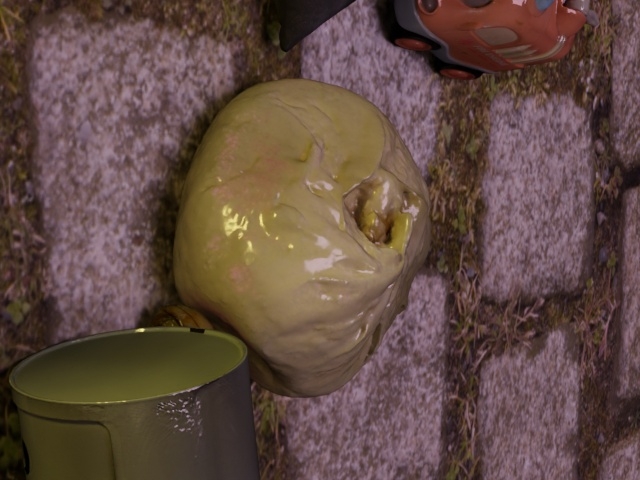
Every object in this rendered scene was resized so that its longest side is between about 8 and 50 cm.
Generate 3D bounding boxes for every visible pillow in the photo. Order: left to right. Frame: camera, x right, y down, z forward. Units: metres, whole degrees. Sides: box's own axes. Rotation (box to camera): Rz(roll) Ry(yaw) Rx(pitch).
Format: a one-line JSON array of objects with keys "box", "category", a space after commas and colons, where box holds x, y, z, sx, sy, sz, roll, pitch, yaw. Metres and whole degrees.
[{"box": [0.019, -0.346, 2.130, 0.250, 0.106, 0.186, -43, 135, -42], "category": "pillow"}]

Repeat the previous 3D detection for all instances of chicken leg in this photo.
[{"box": [-0.143, 0.147, 1.967, 0.070, 0.093, 0.178, -115, -171, -51], "category": "chicken leg"}]

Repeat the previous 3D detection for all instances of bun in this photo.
[{"box": [0.000, 0.000, 2.037, 0.361, 0.213, 0.361, -3, 94, -56], "category": "bun"}]

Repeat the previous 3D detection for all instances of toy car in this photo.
[{"box": [0.223, -0.313, 2.352, 0.270, 0.212, 0.181, 24, 73, -56], "category": "toy car"}]

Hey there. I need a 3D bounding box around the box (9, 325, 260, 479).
[{"box": [-0.174, 0.185, 1.769, 0.226, 0.226, 0.149, -24, 113, -54], "category": "box"}]
